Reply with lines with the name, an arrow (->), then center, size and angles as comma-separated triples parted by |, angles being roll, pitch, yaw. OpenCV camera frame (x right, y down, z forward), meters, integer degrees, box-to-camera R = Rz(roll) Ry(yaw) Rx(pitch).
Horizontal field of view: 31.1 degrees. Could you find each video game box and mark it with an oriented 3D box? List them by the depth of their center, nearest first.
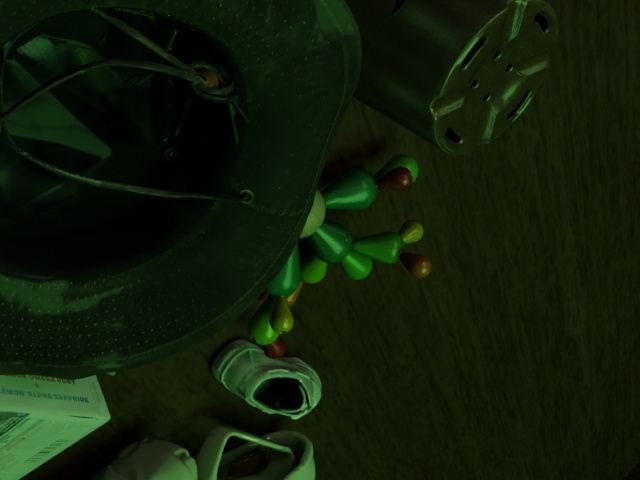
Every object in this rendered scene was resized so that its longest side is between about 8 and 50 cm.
video game box -> -0.279, 0.145, 0.774 | 0.205, 0.048, 0.187 | -34, 157, 19

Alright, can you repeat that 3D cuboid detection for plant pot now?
plant pot -> 0.072, -0.157, 0.836 | 0.167, 0.165, 0.167 | -33, 146, -26

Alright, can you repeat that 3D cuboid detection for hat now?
hat -> -0.145, -0.074, 0.666 | 0.331, 0.134, 0.331 | -18, 136, -18

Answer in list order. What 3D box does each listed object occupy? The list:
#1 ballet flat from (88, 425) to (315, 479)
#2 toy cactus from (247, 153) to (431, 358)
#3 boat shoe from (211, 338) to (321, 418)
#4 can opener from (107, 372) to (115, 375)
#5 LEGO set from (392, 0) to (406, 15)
ballet flat -> -0.130, 0.241, 1.083 | 0.400, 0.139, 0.139 | 5, 121, -59
toy cactus -> 0.000, 0.000, 1.000 | 0.219, 0.112, 0.180 | -41, 140, 3
boat shoe -> -0.038, 0.146, 1.132 | 0.066, 0.063, 0.184 | -47, 149, -3
can opener -> -0.221, 0.032, 0.789 | 0.283, 0.076, 0.095 | 38, 61, -59
LEGO set -> 0.074, -0.280, 0.619 | 0.331, 0.255, 0.192 | -51, 134, -11
